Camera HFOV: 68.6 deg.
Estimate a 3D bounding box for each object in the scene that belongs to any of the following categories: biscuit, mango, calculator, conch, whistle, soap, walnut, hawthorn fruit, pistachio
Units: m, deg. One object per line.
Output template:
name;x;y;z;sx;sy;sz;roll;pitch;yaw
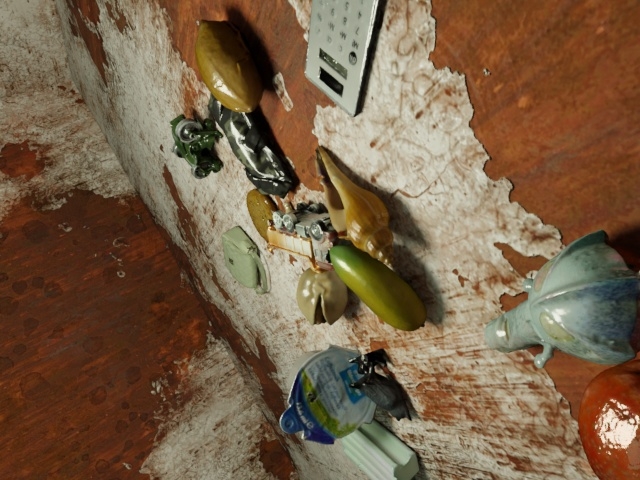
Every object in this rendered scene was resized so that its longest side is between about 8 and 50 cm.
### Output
biscuit;-0.166;-0.069;1.421;0.187;0.027;0.188;40;146;34
mango;0.118;0.096;0.944;0.237;0.091;0.137;40;170;-22
calculator;0.033;-0.352;0.798;0.161;0.021;0.262;47;150;26
conch;0.071;-0.074;0.945;0.109;0.093;0.331;108;147;-47
whistle;0.319;0.097;0.622;0.346;0.133;0.142;102;145;-68
soap;0.173;0.650;1.439;0.289;0.095;0.173;20;130;55
walnut;-0.208;-0.397;1.057;0.246;0.137;0.137;65;154;1
hawthorn fruit;0.397;0.177;0.548;0.165;0.165;0.286;21;123;53
pistachio;0.005;0.143;1.216;0.144;0.143;0.215;47;156;27

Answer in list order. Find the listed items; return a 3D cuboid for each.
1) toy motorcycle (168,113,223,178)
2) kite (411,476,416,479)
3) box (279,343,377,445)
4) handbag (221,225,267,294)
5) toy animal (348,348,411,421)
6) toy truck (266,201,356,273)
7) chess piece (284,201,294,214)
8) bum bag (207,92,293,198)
toy motorcycle;-0.410;-0.319;1.517;0.205;0.127;0.275;48;158;27
kite;0.296;0.742;1.416;0.230;0.012;0.250;61;153;-2
box;-0.004;0.448;1.386;0.263;0.291;0.206;60;164;-5
handbag;-0.270;0.089;1.712;0.219;0.079;0.256;43;150;25
toy animal;0.151;0.391;1.213;0.210;0.117;0.121;58;147;10
toy truck;-0.021;-0.009;1.109;0.270;0.114;0.136;16;122;50
chess piece;-0.077;-0.059;1.268;0.035;0.035;0.092;-6;107;62
bum bag;-0.183;-0.252;1.200;0.341;0.095;0.144;58;147;-7
